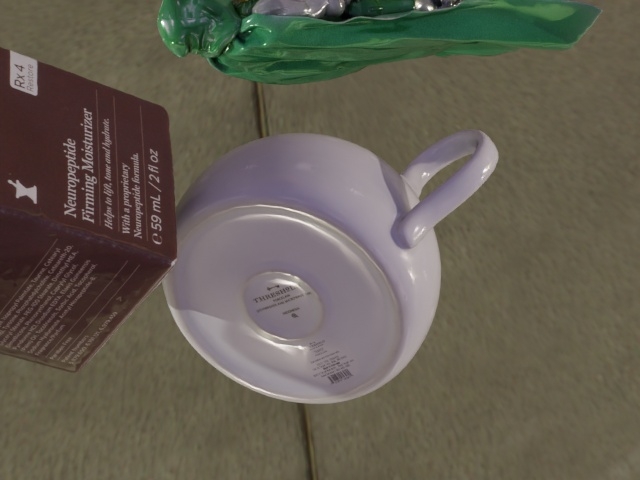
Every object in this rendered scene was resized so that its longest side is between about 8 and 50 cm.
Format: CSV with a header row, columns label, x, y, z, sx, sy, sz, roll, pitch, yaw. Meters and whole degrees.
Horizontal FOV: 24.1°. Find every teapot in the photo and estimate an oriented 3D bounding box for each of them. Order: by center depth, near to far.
label,x,y,z,sx,sy,sz,roll,pitch,yaw
teapot,0.000,0.000,1.283,0.256,0.187,0.253,17,129,10

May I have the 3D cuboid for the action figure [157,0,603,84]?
label,x,y,z,sx,sy,sz,roll,pitch,yaw
action figure,0.018,-0.119,0.801,0.232,0.137,0.063,-8,85,-34

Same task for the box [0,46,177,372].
label,x,y,z,sx,sy,sz,roll,pitch,yaw
box,-0.240,-0.027,1.161,0.203,0.168,0.167,19,135,-30
